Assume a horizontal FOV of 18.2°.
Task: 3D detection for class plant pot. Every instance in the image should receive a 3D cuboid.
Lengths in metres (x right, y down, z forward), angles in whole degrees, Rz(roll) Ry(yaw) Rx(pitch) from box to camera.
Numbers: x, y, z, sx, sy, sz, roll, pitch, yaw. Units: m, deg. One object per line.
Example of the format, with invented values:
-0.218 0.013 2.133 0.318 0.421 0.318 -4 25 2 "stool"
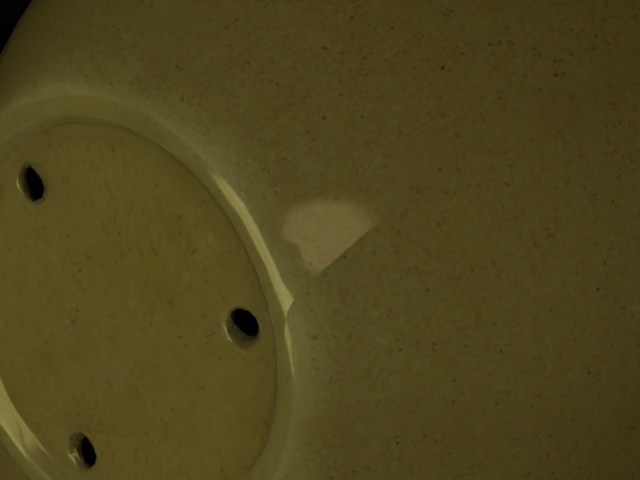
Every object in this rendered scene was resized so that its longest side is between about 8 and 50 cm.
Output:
0.000 0.000 0.608 0.284 0.191 0.284 14 113 34 "plant pot"

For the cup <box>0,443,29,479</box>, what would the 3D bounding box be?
-0.260 0.059 0.786 0.237 0.331 0.331 17 118 62 "cup"
